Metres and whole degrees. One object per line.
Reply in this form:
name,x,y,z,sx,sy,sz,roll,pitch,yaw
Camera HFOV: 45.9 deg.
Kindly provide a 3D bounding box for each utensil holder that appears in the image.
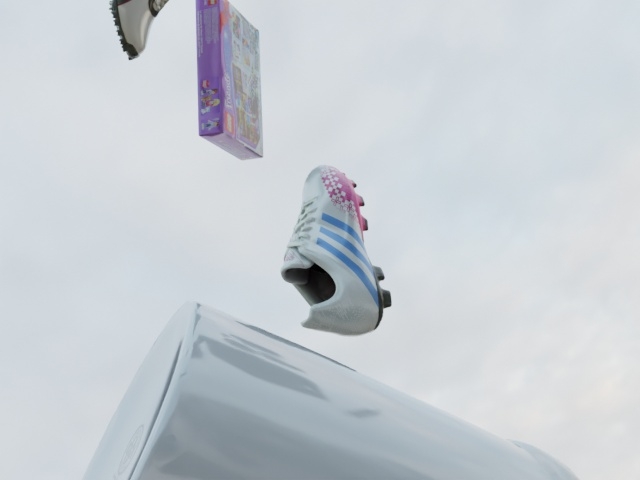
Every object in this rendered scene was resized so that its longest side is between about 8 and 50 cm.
utensil holder,-0.008,0.265,0.668,0.385,0.327,0.327,28,-58,-14

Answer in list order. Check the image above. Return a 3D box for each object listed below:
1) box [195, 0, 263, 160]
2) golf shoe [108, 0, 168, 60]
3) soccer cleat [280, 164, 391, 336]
box,-0.184,-0.330,1.549,0.057,0.293,0.201,-6,-10,18
golf shoe,-0.311,-0.461,1.367,0.120,0.272,0.105,2,-10,3
soccer cleat,0.000,0.000,1.149,0.143,0.331,0.116,2,-44,-22
